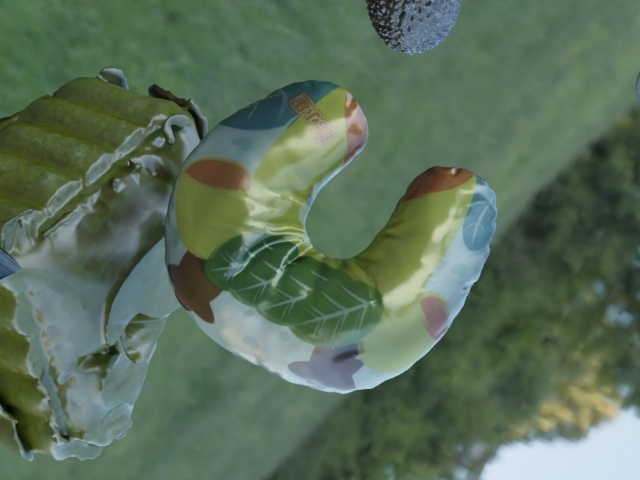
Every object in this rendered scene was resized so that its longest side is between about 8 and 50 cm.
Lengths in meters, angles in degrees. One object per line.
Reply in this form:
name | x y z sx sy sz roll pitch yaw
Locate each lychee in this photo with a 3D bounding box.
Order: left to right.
lychee | 0.065 -0.167 1.079 0.068 0.067 0.083 -59 160 -48

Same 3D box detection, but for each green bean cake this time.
green bean cake | -0.201 0.028 1.423 0.310 0.202 0.285 -42 135 -36

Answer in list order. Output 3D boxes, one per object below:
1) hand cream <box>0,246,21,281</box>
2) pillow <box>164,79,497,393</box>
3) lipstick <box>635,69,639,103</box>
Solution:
hand cream | -0.227 0.039 0.883 0.122 0.036 0.023 -36 -145 16
pillow | 0.000 0.000 1.158 0.214 0.233 0.086 -55 -179 0
lipstick | 0.176 0.041 0.403 0.059 0.264 0.059 -23 151 -13
